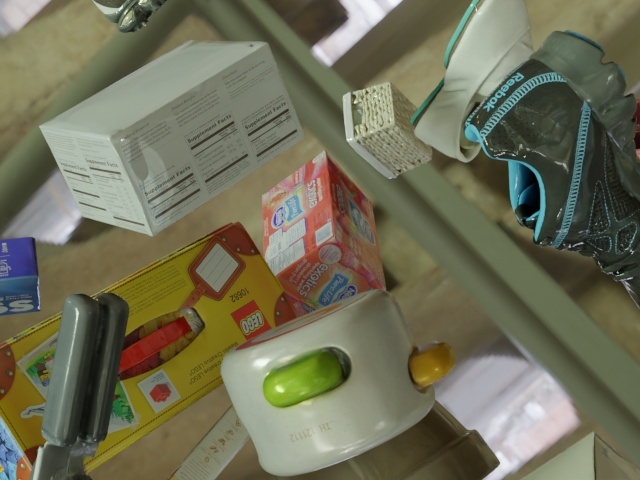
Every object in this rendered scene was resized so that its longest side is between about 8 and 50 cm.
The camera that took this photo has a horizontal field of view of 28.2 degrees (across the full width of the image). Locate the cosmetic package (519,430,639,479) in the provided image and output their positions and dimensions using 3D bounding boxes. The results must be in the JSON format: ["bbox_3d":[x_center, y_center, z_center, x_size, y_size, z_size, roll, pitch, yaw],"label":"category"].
[{"bbox_3d":[0.268,0.386,1.545,0.160,0.309,0.113,40,-149,-13],"label":"cosmetic package"}]

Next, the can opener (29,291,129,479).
[{"bbox_3d":[-0.280,0.186,1.391,0.076,0.283,0.095,0,-163,-44],"label":"can opener"}]

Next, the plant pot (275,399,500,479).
[{"bbox_3d":[0.049,0.295,1.844,0.280,0.323,0.323,56,-175,9],"label":"plant pot"}]

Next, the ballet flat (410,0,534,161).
[{"bbox_3d":[0.237,-0.229,1.813,0.139,0.139,0.400,48,158,10],"label":"ballet flat"}]

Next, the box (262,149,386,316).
[{"bbox_3d":[0.000,0.000,2.174,0.142,0.154,0.300,47,-162,-26],"label":"box"}]

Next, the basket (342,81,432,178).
[{"bbox_3d":[0.128,-0.208,2.383,0.167,0.103,0.113,38,-140,-50],"label":"basket"}]

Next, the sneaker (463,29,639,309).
[{"bbox_3d":[0.249,-0.033,1.195,0.341,0.140,0.125,54,176,-30],"label":"sneaker"}]

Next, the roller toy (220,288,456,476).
[{"bbox_3d":[0.012,0.146,1.275,0.191,0.209,0.146,-21,93,55],"label":"roller toy"}]

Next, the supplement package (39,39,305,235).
[{"bbox_3d":[-0.196,-0.144,1.687,0.204,0.262,0.145,13,131,52],"label":"supplement package"}]

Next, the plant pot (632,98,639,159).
[{"bbox_3d":[0.490,-0.099,1.968,0.201,0.201,0.180,-125,19,-63],"label":"plant pot"}]

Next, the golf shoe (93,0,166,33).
[{"bbox_3d":[-0.164,-0.309,1.307,0.094,0.198,0.077,42,-174,-11],"label":"golf shoe"}]

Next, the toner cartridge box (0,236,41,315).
[{"bbox_3d":[-0.631,0.075,2.056,0.165,0.348,0.075,112,149,-64],"label":"toner cartridge box"}]

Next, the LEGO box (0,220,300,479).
[{"bbox_3d":[-0.323,0.207,1.771,0.500,0.372,0.193,-30,-93,-47],"label":"LEGO box"}]

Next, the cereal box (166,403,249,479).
[{"bbox_3d":[-0.147,0.285,1.654,0.047,0.240,0.173,41,139,3],"label":"cereal box"}]
